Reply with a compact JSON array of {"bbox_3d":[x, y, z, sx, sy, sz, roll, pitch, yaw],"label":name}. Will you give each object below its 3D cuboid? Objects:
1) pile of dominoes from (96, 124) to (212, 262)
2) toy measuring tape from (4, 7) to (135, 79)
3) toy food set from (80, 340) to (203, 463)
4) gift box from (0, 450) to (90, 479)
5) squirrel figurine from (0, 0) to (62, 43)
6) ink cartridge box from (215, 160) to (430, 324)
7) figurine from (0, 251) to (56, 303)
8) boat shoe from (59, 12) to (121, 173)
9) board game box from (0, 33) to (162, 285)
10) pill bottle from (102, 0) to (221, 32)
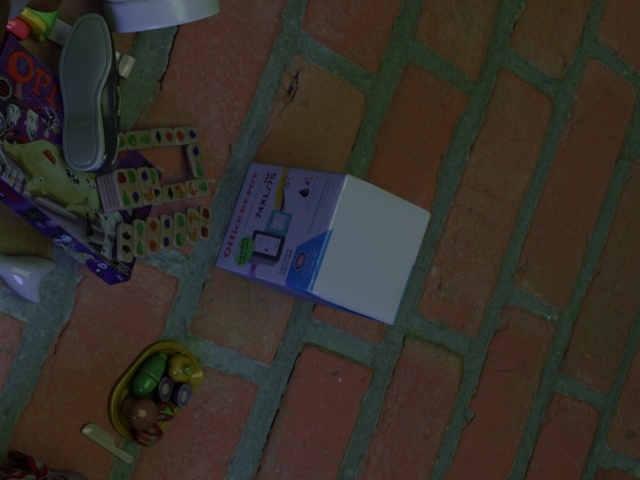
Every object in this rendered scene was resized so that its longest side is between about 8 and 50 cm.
[{"bbox_3d":[-0.240,-0.079,1.944,0.251,0.040,0.196,-15,92,-56],"label":"pile of dominoes"},{"bbox_3d":[-0.384,-0.320,1.822,0.330,0.121,0.121,29,79,-38],"label":"toy measuring tape"},{"bbox_3d":[-0.267,0.265,2.038,0.218,0.071,0.128,-51,124,-20],"label":"toy food set"},{"bbox_3d":[-0.431,0.458,1.823,0.276,0.255,0.258,12,92,-43],"label":"gift box"},{"bbox_3d":[-0.531,-0.424,1.533,0.281,0.370,0.397,-68,173,-48],"label":"squirrel figurine"},{"bbox_3d":[0.000,0.000,2.080,0.197,0.270,0.198,23,83,-37],"label":"ink cartridge box"},{"bbox_3d":[-0.458,-0.025,1.833,0.209,0.092,0.214,23,84,-43],"label":"figurine"},{"bbox_3d":[-0.327,-0.210,1.815,0.069,0.081,0.227,13,79,-70],"label":"boat shoe"},{"bbox_3d":[-0.376,-0.111,1.830,0.347,0.056,0.208,44,42,-41],"label":"board game box"},{"bbox_3d":[-0.263,-0.517,1.811,0.229,0.229,0.407,-22,111,-34],"label":"pill bottle"}]
